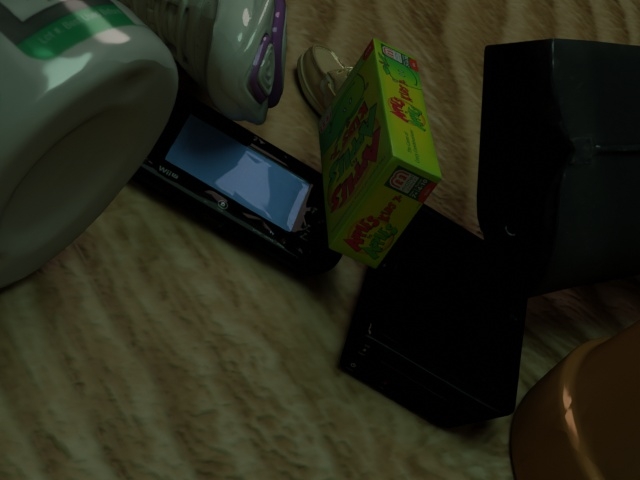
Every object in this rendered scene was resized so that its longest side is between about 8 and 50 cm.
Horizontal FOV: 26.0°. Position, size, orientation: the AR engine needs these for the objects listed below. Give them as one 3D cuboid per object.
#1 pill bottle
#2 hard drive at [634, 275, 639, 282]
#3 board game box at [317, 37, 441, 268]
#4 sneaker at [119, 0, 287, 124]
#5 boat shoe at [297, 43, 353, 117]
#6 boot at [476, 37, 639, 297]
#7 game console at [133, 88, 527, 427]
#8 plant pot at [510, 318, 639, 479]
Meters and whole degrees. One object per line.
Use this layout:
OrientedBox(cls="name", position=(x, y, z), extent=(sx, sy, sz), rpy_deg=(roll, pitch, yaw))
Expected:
OrientedBox(cls="pill bottle", position=(-0.281, -0.152, 0.853), extent=(0.361, 0.204, 0.204), rpy_deg=(42, 33, 10))
OrientedBox(cls="hard drive", position=(0.361, -0.067, 1.480), extent=(0.233, 0.047, 0.353), rpy_deg=(44, 33, 14))
OrientedBox(cls="board game box", position=(0.042, -0.071, 1.068), extent=(0.043, 0.092, 0.181), rpy_deg=(24, 30, -19))
OrientedBox(cls="sneaker", position=(-0.108, -0.174, 1.124), extent=(0.152, 0.114, 0.305), rpy_deg=(1, 25, -11))
OrientedBox(cls="boat shoe", position=(0.034, -0.125, 1.242), extent=(0.063, 0.059, 0.170), rpy_deg=(4, 44, -40))
OrientedBox(cls="boot", position=(0.342, 0.008, 1.205), extent=(0.445, 0.146, 0.367), rpy_deg=(-1, 78, -39))
OrientedBox(cls="game console", position=(0.000, 0.000, 1.065), extent=(0.361, 0.044, 0.213), rpy_deg=(30, 32, -7))
OrientedBox(cls="plant pot", position=(0.314, 0.149, 1.011), extent=(0.291, 0.203, 0.291), rpy_deg=(23, 35, -18))
